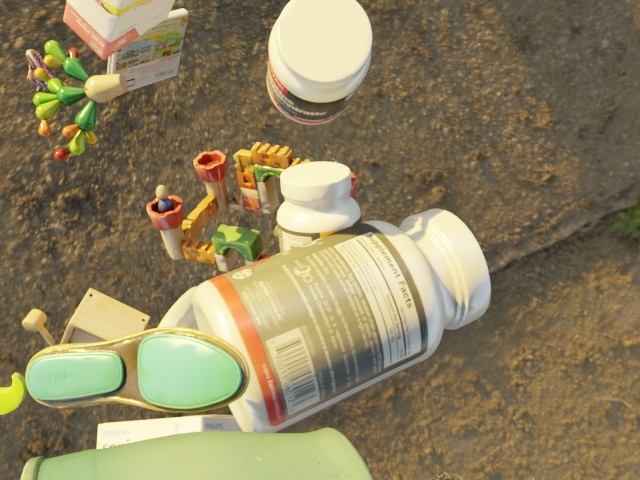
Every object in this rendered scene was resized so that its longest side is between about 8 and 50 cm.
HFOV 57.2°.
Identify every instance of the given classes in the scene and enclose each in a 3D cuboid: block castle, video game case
[{"bbox_3d":[-0.154,-0.082,1.433,0.452,0.303,0.213,11,133,20],"label":"block castle"},{"bbox_3d":[-0.456,-0.494,1.543,0.227,0.026,0.206,-34,162,-40],"label":"video game case"}]

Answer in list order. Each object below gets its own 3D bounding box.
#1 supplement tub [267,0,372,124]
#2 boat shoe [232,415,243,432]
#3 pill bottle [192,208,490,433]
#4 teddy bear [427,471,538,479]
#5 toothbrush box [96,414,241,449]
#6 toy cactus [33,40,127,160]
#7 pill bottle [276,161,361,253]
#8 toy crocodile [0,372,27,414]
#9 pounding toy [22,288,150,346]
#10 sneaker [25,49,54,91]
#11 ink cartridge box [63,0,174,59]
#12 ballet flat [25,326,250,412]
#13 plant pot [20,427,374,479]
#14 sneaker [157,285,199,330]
[{"bbox_3d":[-0.007,-0.346,1.141,0.190,0.272,0.191,0,87,-6],"label":"supplement tub"},{"bbox_3d":[-0.135,0.588,1.423,0.121,0.110,0.341,-27,94,-43],"label":"boat shoe"},{"bbox_3d":[0.032,0.095,0.792,0.362,0.210,0.211,-20,115,-20],"label":"pill bottle"},{"bbox_3d":[0.291,0.511,1.014,0.337,0.113,0.245,12,95,-11],"label":"teddy bear"},{"bbox_3d":[-0.249,0.443,0.955,0.216,0.296,0.126,-12,160,22],"label":"toothbrush box"},{"bbox_3d":[-0.451,-0.271,1.114,0.180,0.112,0.219,-11,82,8],"label":"toy cactus"},{"bbox_3d":[0.000,0.000,1.140,0.162,0.162,0.279,-10,117,-11],"label":"pill bottle"},{"bbox_3d":[-0.800,0.334,1.239,0.340,0.115,0.105,2,88,-4],"label":"toy crocodile"},{"bbox_3d":[-0.466,0.170,1.160,0.205,0.094,0.181,29,139,-13],"label":"pounding toy"},{"bbox_3d":[-0.711,-0.419,1.468,0.057,0.047,0.119,-9,138,2],"label":"sneaker"},{"bbox_3d":[-0.195,-0.293,0.623,0.067,0.198,0.115,45,58,-10],"label":"ink cartridge box"},{"bbox_3d":[-0.171,0.124,0.576,0.232,0.073,0.080,-2,82,13],"label":"ballet flat"},{"bbox_3d":[-0.079,0.280,0.480,0.255,0.271,0.272,-10,113,-21],"label":"plant pot"},{"bbox_3d":[-0.154,0.158,0.964,0.169,0.292,0.108,33,102,5],"label":"sneaker"}]
